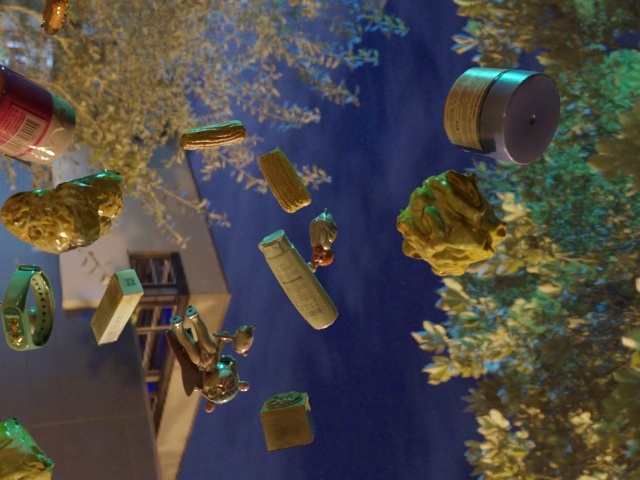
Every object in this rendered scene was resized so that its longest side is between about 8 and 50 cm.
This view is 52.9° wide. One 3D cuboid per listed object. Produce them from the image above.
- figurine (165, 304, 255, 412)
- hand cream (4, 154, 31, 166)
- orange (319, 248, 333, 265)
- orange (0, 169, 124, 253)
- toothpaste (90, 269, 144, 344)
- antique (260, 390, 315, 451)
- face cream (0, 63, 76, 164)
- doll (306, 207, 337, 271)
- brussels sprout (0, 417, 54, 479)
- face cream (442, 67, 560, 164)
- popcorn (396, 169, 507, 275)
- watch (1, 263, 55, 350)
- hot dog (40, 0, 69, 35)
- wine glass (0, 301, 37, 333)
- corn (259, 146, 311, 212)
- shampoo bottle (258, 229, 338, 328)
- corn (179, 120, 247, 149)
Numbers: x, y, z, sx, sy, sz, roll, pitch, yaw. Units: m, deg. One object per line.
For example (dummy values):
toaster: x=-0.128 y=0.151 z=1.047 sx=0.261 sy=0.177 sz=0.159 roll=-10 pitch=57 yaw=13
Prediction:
figurine: x=-0.237 y=0.244 z=1.422 sx=0.103 sy=0.205 sz=0.260 roll=25 pitch=-36 yaw=52
hand cream: x=-0.879 y=-0.342 z=1.877 sx=0.050 sy=0.084 sz=0.257 roll=-22 pitch=-113 yaw=20
orange: x=0.011 y=0.062 z=2.572 sx=0.083 sy=0.084 sz=0.083 roll=179 pitch=-90 yaw=-65
orange: x=-0.764 y=-0.076 z=1.941 sx=0.271 sy=0.369 sz=0.210 roll=116 pitch=-41 yaw=-82
toothpaste: x=-0.619 y=0.206 z=1.939 sx=0.313 sy=0.071 sz=0.089 roll=-49 pitch=-117 yaw=43
antique: x=-0.101 y=0.550 z=1.987 sx=0.152 sy=0.147 sz=0.147 roll=-42 pitch=118 yaw=-88
face cream: x=-0.676 y=-0.277 z=1.431 sx=0.175 sy=0.195 sz=0.175 roll=-9 pitch=-110 yaw=27
doll: x=0.000 y=0.000 z=1.765 sx=0.094 sy=0.079 sz=0.180 roll=61 pitch=44 yaw=-79
brussels sprout: x=-0.611 y=0.440 z=1.266 sx=0.151 sy=0.122 sz=0.149 roll=51 pitch=-20 yaw=-1
face cream: x=0.499 y=-0.352 z=1.790 sx=0.225 sy=0.249 sz=0.249 roll=28 pitch=-64 yaw=48
popcorn: x=0.361 y=-0.050 z=1.818 sx=0.312 sy=0.312 sz=0.312 roll=179 pitch=-90 yaw=-65
watch: x=-0.773 y=0.181 z=1.717 sx=0.195 sy=0.068 sz=0.237 roll=-84 pitch=175 yaw=-63
hot dog: x=-0.720 y=-0.618 z=1.751 sx=0.188 sy=0.055 sz=0.072 roll=-20 pitch=-102 yaw=57
wine glass: x=-0.925 y=0.227 z=1.985 sx=0.079 sy=0.195 sz=0.079 roll=-51 pitch=-164 yaw=22
corn: x=-0.091 y=-0.152 z=1.633 sx=0.165 sy=0.085 sz=0.063 roll=61 pitch=-7 yaw=1
shampoo bottle: x=-0.041 y=0.078 z=1.240 sx=0.072 sy=0.049 sz=0.212 roll=-17 pitch=-65 yaw=30
corn: x=-0.349 y=-0.344 z=2.106 sx=0.080 sy=0.231 sz=0.080 roll=30 pitch=-54 yaw=50
